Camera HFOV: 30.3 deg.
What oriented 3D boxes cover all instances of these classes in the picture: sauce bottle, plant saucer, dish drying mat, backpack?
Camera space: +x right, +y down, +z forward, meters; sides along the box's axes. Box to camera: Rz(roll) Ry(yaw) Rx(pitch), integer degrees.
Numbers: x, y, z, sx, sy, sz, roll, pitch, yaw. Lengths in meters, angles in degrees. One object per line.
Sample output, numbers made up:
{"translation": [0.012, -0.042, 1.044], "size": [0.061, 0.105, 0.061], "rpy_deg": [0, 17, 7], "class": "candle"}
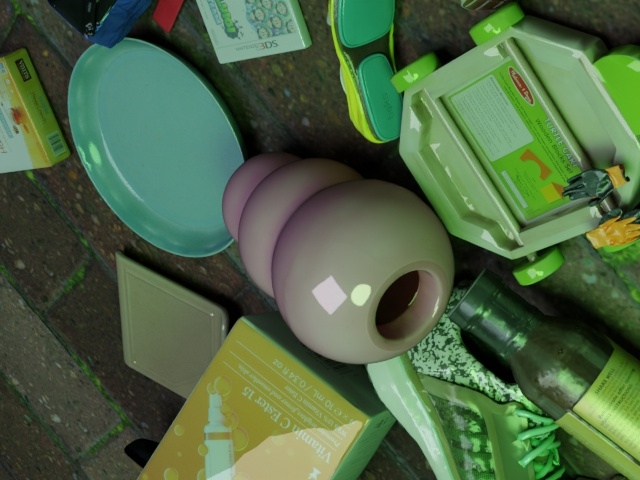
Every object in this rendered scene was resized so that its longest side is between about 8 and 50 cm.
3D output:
{"translation": [0.293, 0.158, 1.260], "size": [0.344, 0.111, 0.111], "rpy_deg": [39, 137, 5], "class": "sauce bottle"}
{"translation": [-0.208, -0.126, 1.574], "size": [0.318, 0.044, 0.317], "rpy_deg": [23, 130, 29], "class": "plant saucer"}
{"translation": [-0.184, -0.295, 1.462], "size": [0.032, 0.008, 0.083], "rpy_deg": [45, 138, 8], "class": "dish drying mat"}
{"translation": [-0.257, -0.310, 1.448], "size": [0.098, 0.101, 0.120], "rpy_deg": [41, 102, 16], "class": "backpack"}

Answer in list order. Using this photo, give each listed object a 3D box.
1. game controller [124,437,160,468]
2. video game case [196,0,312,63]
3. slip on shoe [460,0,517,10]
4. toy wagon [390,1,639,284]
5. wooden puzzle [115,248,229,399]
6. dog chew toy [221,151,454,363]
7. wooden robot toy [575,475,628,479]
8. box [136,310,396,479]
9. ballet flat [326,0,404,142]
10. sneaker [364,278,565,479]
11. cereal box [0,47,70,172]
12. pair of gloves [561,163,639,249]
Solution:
{"translation": [-0.167, 0.407, 1.827], "size": [0.319, 0.166, 0.067], "rpy_deg": [29, 90, 31], "class": "game controller"}
{"translation": [-0.091, -0.289, 1.376], "size": [0.143, 0.019, 0.157], "rpy_deg": [-2, 116, 42], "class": "video game case"}
{"translation": [0.184, -0.266, 1.139], "size": [0.135, 0.051, 0.041], "rpy_deg": [-34, 53, 56], "class": "slip on shoe"}
{"translation": [0.230, -0.108, 1.187], "size": [0.344, 0.068, 0.267], "rpy_deg": [-26, 99, 47], "class": "toy wagon"}
{"translation": [-0.215, 0.142, 1.771], "size": [0.239, 0.044, 0.221], "rpy_deg": [29, 134, 30], "class": "wooden puzzle"}
{"translation": [0.000, 0.000, 1.360], "size": [0.332, 0.207, 0.206], "rpy_deg": [36, 140, 45], "class": "dog chew toy"}
{"translation": [0.362, 0.327, 1.362], "size": [0.173, 0.079, 0.076], "rpy_deg": [23, 131, 28], "class": "wooden robot toy"}
{"translation": [-0.081, 0.293, 1.541], "size": [0.215, 0.168, 0.345], "rpy_deg": [35, 102, 17], "class": "box"}
{"translation": [0.042, -0.215, 1.279], "size": [0.077, 0.077, 0.231], "rpy_deg": [37, 145, 54], "class": "ballet flat"}
{"translation": [0.218, 0.219, 1.355], "size": [0.182, 0.158, 0.410], "rpy_deg": [-42, 79, 32], "class": "sneaker"}
{"translation": [-0.491, -0.186, 1.774], "size": [0.240, 0.047, 0.173], "rpy_deg": [-4, 115, 43], "class": "cereal box"}
{"translation": [0.275, -0.031, 1.141], "size": [0.074, 0.010, 0.083], "rpy_deg": [-21, 102, 46], "class": "pair of gloves"}
